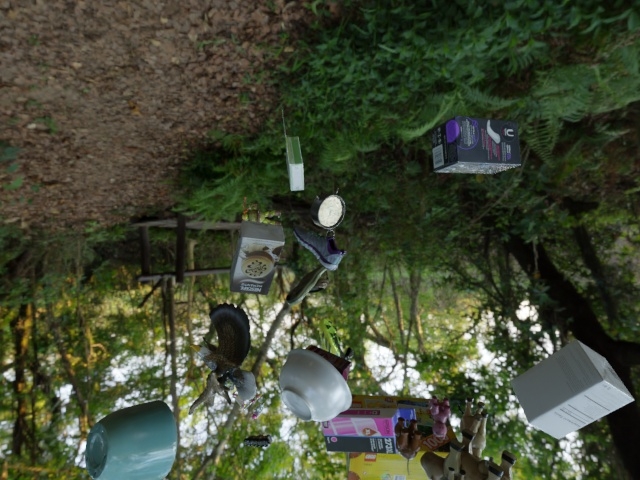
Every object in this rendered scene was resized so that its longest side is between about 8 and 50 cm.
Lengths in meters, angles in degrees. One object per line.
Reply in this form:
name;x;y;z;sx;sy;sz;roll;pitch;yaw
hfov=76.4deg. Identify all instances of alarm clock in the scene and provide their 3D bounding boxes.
alarm clock;0.027;-0.092;1.503;0.129;0.192;0.064;-21;-154;-32

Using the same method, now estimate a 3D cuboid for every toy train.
toy train;-0.190;0.619;1.259;0.036;0.027;0.158;-23;174;-41

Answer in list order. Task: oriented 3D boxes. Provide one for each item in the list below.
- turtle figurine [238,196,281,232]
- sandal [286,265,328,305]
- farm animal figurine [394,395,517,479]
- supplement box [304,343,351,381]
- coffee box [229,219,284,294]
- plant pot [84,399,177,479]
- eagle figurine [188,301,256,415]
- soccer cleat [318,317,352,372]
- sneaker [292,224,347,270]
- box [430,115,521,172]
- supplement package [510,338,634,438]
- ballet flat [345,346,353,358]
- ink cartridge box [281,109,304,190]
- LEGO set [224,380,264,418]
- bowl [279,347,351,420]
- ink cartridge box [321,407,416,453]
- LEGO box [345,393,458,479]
turtle figurine;-0.318;-0.131;2.131;0.217;0.269;0.087;2;144;-14
sandal;-0.028;0.181;1.648;0.120;0.086;0.303;-30;-170;47
farm animal figurine;0.350;0.553;1.018;0.330;0.172;0.327;1;-168;-27
supplement box;0.016;0.507;1.622;0.188;0.104;0.081;18;-164;23
coffee box;-0.267;0.077;1.676;0.168;0.297;0.119;7;-144;-18
plant pot;-0.724;0.765;1.526;0.293;0.293;0.235;-7;164;39
eagle figurine;-0.321;0.374;1.321;0.226;0.225;0.298;-18;-157;9
soccer cleat;0.039;0.476;1.772;0.121;0.289;0.093;-18;-165;19
sneaker;0.000;0.000;1.430;0.098;0.224;0.083;-54;157;20
box;0.549;-0.332;1.443;0.270;0.165;0.143;-1;176;-19
supplement package;0.863;0.523;1.422;0.175;0.177;0.293;31;120;-19
ballet flat;0.143;0.655;2.307;0.057;0.049;0.173;-26;174;19
ink cartridge box;-0.097;-0.318;1.434;0.056;0.171;0.235;-5;138;-6
LEGO set;-0.380;0.678;1.810;0.287;0.132;0.107;27;-151;23
bowl;-0.046;0.545;1.458;0.298;0.298;0.134;-8;-156;44
ink cartridge box;0.193;0.751;1.608;0.371;0.175;0.069;-6;-164;12
LEGO box;0.365;0.939;1.945;0.500;0.193;0.372;4;-164;-3
